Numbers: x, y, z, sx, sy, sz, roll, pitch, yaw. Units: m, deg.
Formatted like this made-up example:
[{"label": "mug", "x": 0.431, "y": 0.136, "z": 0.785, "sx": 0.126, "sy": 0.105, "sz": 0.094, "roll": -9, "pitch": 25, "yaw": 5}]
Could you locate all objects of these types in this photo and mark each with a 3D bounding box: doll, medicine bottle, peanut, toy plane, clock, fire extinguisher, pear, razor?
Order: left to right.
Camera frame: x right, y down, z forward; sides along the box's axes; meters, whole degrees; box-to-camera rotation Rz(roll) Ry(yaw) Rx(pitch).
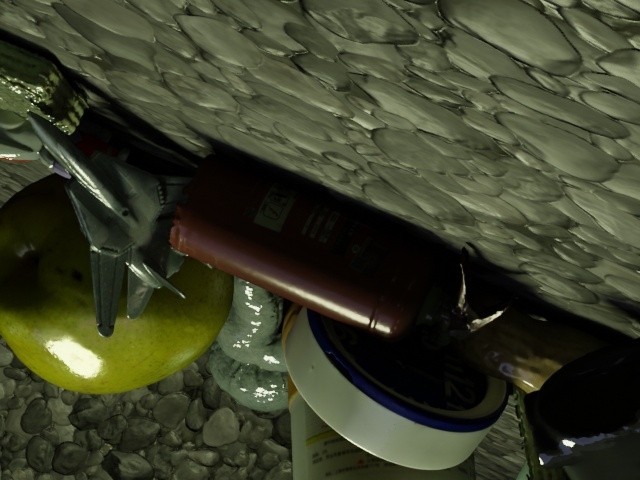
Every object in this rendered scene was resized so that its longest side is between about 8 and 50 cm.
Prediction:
[{"label": "doll", "x": -0.311, "y": -0.118, "z": 1.675, "sx": 0.227, "sy": 0.075, "sz": 0.102, "roll": 24, "pitch": -145, "yaw": -7}, {"label": "toy plane", "x": -0.218, "y": -0.046, "z": 1.616, "sx": 0.267, "sy": 0.212, "sz": 0.088, "roll": 47, "pitch": 168, "yaw": -34}, {"label": "pear", "x": -0.236, "y": 0.043, "z": 1.829, "sx": 0.294, "sy": 0.294, "sz": 0.294, "roll": 24, "pitch": 170, "yaw": 4}, {"label": "doll", "x": -0.077, "y": 0.102, "z": 2.197, "sx": 0.246, "sy": 0.158, "sz": 0.340, "roll": 16, "pitch": 141, "yaw": 30}, {"label": "fire extinguisher", "x": 0.025, "y": 0.014, "z": 1.549, "sx": 0.337, "sy": 0.106, "sz": 0.147, "roll": 22, "pitch": 147, "yaw": 9}, {"label": "medicine bottle", "x": 0.080, "y": 0.261, "z": 2.066, "sx": 0.238, "sy": 0.232, "sz": 0.238, "roll": -3, "pitch": 152, "yaw": -1}, {"label": "clock", "x": 0.077, "y": 0.130, "z": 1.648, "sx": 0.230, "sy": 0.083, "sz": 0.230, "roll": 25, "pitch": -153, "yaw": -14}, {"label": "peanut", "x": 0.212, "y": 0.112, "z": 1.617, "sx": 0.228, "sy": 0.086, "sz": 0.104, "roll": 24, "pitch": -170, "yaw": 11}, {"label": "razor", "x": 0.342, "y": 0.202, "z": 1.540, "sx": 0.204, "sy": 0.113, "sz": 0.349, "roll": -22, "pitch": 148, "yaw": 22}]

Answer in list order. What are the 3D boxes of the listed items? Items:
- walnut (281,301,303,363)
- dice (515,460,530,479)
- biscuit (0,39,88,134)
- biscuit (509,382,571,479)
[{"label": "walnut", "x": 0.053, "y": 0.121, "z": 1.839, "sx": 0.197, "sy": 0.165, "sz": 0.165, "roll": 38, "pitch": 166, "yaw": -23}, {"label": "dice", "x": 0.411, "y": 0.394, "z": 2.087, "sx": 0.262, "sy": 0.268, "sz": 0.264, "roll": 13, "pitch": 164, "yaw": 45}, {"label": "biscuit", "x": -0.355, "y": -0.181, "z": 1.571, "sx": 0.250, "sy": 0.046, "sz": 0.147, "roll": 24, "pitch": 171, "yaw": 8}, {"label": "biscuit", "x": 0.262, "y": 0.219, "z": 1.690, "sx": 0.052, "sy": 0.252, "sz": 0.150, "roll": -30, "pitch": 131, "yaw": 26}]
